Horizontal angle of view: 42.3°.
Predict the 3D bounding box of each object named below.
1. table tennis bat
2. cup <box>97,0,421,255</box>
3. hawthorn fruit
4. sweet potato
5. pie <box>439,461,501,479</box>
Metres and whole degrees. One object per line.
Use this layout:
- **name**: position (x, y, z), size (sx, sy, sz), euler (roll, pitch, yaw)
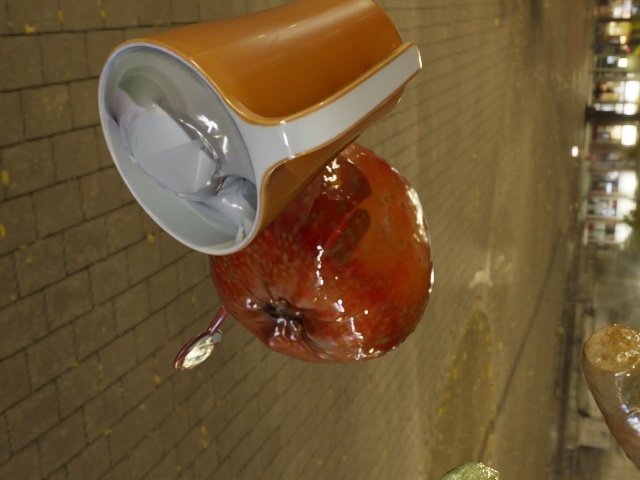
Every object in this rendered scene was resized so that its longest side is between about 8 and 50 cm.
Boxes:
- **table tennis bat**: position (-0.193, 0.164, 1.382), size (0.098, 0.019, 0.154), euler (-6, 138, -56)
- **cup**: position (-0.033, -0.116, 0.693), size (0.264, 0.226, 0.182), euler (-37, 118, -38)
- **hawthorn fruit**: position (0.000, 0.000, 1.000), size (0.275, 0.275, 0.299), euler (75, 13, -44)
- **sweet potato**: position (0.330, 0.224, 0.712), size (0.385, 0.109, 0.109), euler (45, 44, -25)
- **pie**: position (0.168, 0.420, 1.051), size (0.277, 0.078, 0.277), euler (-23, 118, -54)
